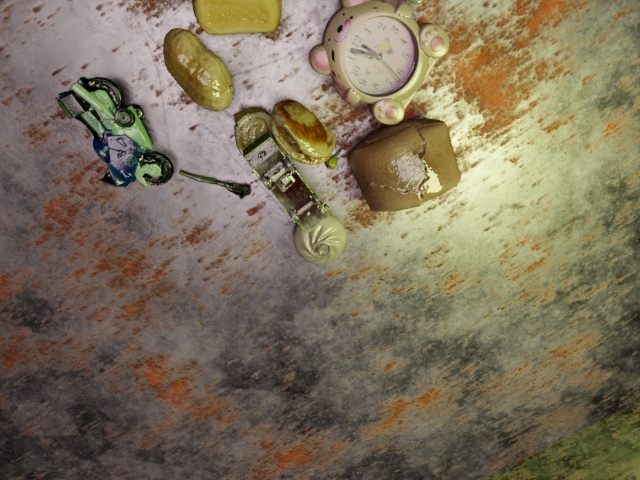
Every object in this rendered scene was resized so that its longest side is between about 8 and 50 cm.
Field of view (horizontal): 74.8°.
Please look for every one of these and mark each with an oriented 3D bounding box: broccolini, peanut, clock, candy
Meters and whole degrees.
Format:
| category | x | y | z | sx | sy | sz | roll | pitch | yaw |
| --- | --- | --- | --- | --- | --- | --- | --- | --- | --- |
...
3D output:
| category | x | y | z | sx | sy | sz | roll | pitch | yaw |
| --- | --- | --- | --- | --- | --- | --- | --- | --- | --- |
| broccolini | -0.315 | -0.178 | 1.262 | 0.218 | 0.044 | 0.042 | 20 | 126 | -9 |
| peanut | -0.316 | -0.440 | 1.088 | 0.129 | 0.129 | 0.224 | -41 | 115 | 12 |
| clock | 0.147 | -0.496 | 1.119 | 0.310 | 0.114 | 0.283 | 26 | 115 | -17 |
| candy | 0.057 | -0.268 | 1.266 | 0.035 | 0.035 | 0.122 | 32 | 99 | -22 |

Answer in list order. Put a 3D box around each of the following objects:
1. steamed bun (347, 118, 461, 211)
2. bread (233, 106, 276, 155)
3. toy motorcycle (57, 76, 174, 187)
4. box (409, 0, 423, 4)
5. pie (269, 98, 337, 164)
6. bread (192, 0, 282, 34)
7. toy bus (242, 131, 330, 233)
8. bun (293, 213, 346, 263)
| category | x | y | z | sx | sy | sz | roll | pitch | yaw |
| --- | --- | --- | --- | --- | --- | --- | --- | --- | --- |
| steamed bun | 0.251 | -0.211 | 1.219 | 0.302 | 0.199 | 0.251 | -21 | 115 | 4 |
| bread | -0.186 | -0.301 | 1.199 | 0.118 | 0.064 | 0.156 | -5 | 121 | -10 |
| toy motorcycle | -0.561 | -0.275 | 1.142 | 0.196 | 0.125 | 0.331 | -27 | 118 | 5 |
| box | 0.237 | -0.699 | 1.055 | 0.124 | 0.092 | 0.172 | 27 | 109 | -18 |
| pie | -0.046 | -0.304 | 1.152 | 0.205 | 0.178 | 0.084 | 41 | 134 | -17 |
| bread | -0.205 | -0.591 | 1.041 | 0.218 | 0.098 | 0.147 | -1 | 150 | -5 |
| toy bus | -0.097 | -0.167 | 1.203 | 0.113 | 0.139 | 0.301 | -36 | 124 | 3 |
| bun | 0.000 | 0.000 | 1.330 | 0.173 | 0.119 | 0.172 | -3 | 116 | -7 |
